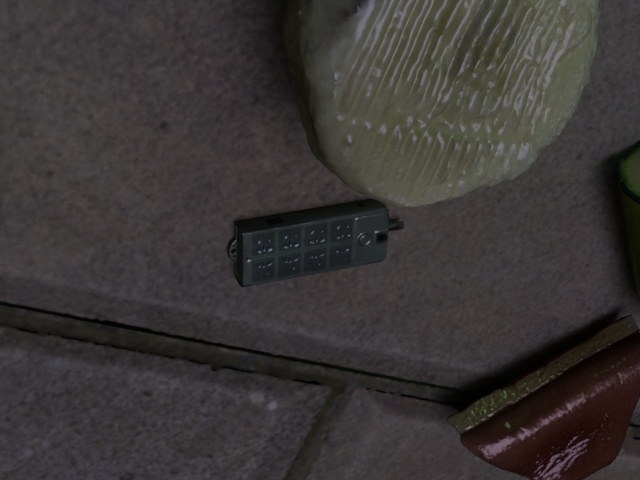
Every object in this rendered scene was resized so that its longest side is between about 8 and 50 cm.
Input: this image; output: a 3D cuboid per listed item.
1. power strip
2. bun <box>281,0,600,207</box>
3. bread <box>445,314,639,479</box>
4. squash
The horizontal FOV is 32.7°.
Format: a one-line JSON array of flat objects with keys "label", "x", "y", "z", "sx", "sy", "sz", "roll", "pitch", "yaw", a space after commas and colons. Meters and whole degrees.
[{"label": "power strip", "x": 0.000, "y": 0.000, "z": 0.795, "sx": 0.136, "sy": 0.019, "sz": 0.050, "roll": -9, "pitch": 121, "yaw": -20}, {"label": "bun", "x": 0.070, "y": -0.136, "z": 0.672, "sx": 0.221, "sy": 0.134, "sz": 0.220, "roll": -16, "pitch": 125, "yaw": -24}, {"label": "bread", "x": 0.206, "y": 0.156, "z": 0.957, "sx": 0.192, "sy": 0.067, "sz": 0.119, "roll": -24, "pitch": 119, "yaw": -11}, {"label": "squash", "x": 0.297, "y": 0.010, "z": 0.900, "sx": 0.095, "sy": 0.095, "sz": 0.188, "roll": -26, "pitch": 132, "yaw": -8}]
